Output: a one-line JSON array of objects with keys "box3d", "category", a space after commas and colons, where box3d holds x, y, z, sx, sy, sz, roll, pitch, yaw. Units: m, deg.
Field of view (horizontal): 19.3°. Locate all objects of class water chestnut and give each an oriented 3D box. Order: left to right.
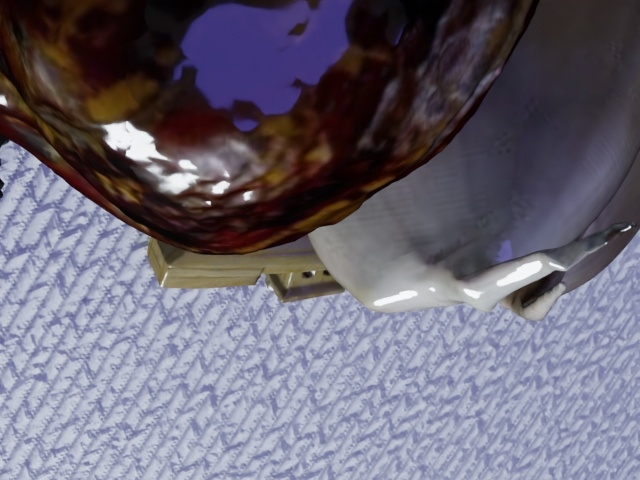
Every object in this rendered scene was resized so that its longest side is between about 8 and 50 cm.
[{"box3d": [-0.049, -0.166, 0.858, 0.335, 0.347, 0.335, 2, 99, 15], "category": "water chestnut"}]

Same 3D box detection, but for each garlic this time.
[{"box3d": [0.124, -0.051, 0.998, 0.245, 0.340, 0.231, -17, 132, 34], "category": "garlic"}]

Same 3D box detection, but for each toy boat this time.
[{"box3d": [0.000, 0.000, 1.100, 0.206, 0.064, 0.072, -5, 134, -25], "category": "toy boat"}]

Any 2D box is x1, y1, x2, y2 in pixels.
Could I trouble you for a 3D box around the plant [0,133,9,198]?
[{"box3d": [-0.241, -0.032, 0.952, 0.174, 0.087, 0.085, -2, 88, -31], "category": "plant"}]
